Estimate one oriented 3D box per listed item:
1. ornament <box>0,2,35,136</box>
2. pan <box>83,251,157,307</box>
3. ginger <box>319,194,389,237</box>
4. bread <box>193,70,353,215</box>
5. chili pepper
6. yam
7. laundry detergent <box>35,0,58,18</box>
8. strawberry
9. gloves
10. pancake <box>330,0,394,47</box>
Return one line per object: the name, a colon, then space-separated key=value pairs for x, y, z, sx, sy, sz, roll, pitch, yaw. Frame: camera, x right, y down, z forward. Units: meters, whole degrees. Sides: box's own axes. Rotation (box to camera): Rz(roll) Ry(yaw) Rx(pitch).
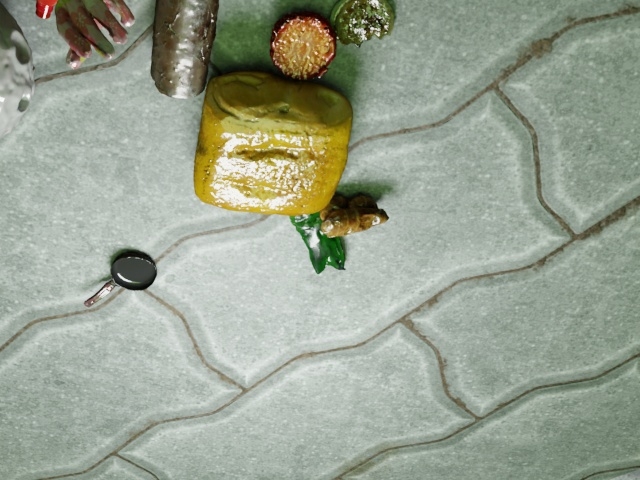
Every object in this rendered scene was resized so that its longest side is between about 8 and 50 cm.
ornament: x=-0.696 y=-0.322 z=1.480 sx=0.337 sy=0.337 sz=0.337 roll=-1 pitch=128 yaw=-2
pan: x=-0.502 y=0.102 z=1.990 sx=0.212 sy=0.040 sz=0.115 roll=-32 pitch=124 yaw=12
ginger: x=0.071 y=-0.059 z=1.858 sx=0.162 sy=0.103 sz=0.073 roll=-8 pitch=138 yaw=-14
bread: x=-0.100 y=-0.185 z=1.701 sx=0.328 sy=0.148 sz=0.337 roll=10 pitch=135 yaw=-10
chili pepper: x=0.000 y=0.001 z=1.925 sx=0.098 sy=0.061 sz=0.224 roll=-23 pitch=124 yaw=7
yam: x=-0.264 y=-0.421 z=1.546 sx=0.131 sy=0.131 sz=0.279 roll=9 pitch=130 yaw=-9
laundry detergent: x=-0.519 y=-0.500 z=1.514 sx=0.097 sy=0.049 sz=0.165 roll=30 pitch=125 yaw=1
strawberry: x=-0.037 y=-0.393 z=1.596 sx=0.145 sy=0.086 sz=0.145 roll=1 pitch=128 yaw=1
gloves: x=-0.425 y=-0.415 z=1.463 sx=0.145 sy=0.241 sz=0.126 roll=-24 pitch=126 yaw=15
pancake: x=0.081 y=-0.445 z=1.603 sx=0.130 sy=0.022 sz=0.116 roll=-20 pitch=127 yaw=7
